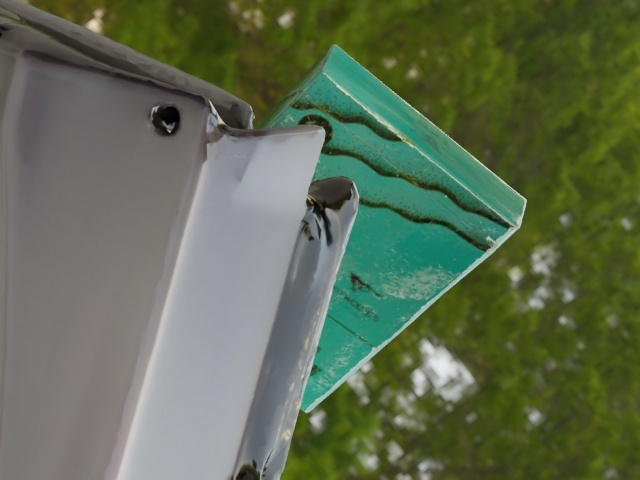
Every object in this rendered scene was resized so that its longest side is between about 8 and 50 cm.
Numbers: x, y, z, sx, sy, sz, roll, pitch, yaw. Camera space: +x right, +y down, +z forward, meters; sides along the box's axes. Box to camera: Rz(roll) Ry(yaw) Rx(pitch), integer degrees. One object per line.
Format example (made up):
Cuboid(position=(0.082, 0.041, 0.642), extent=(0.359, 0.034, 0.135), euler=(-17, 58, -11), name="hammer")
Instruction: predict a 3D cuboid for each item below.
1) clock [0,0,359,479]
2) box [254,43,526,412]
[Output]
Cuboid(position=(-0.099, 0.025, 0.479), extent=(0.253, 0.083, 0.186), euler=(27, -76, 55), name="clock")
Cuboid(position=(0.000, 0.000, 1.080), extent=(0.226, 0.161, 0.042), euler=(-45, -165, 35), name="box")
